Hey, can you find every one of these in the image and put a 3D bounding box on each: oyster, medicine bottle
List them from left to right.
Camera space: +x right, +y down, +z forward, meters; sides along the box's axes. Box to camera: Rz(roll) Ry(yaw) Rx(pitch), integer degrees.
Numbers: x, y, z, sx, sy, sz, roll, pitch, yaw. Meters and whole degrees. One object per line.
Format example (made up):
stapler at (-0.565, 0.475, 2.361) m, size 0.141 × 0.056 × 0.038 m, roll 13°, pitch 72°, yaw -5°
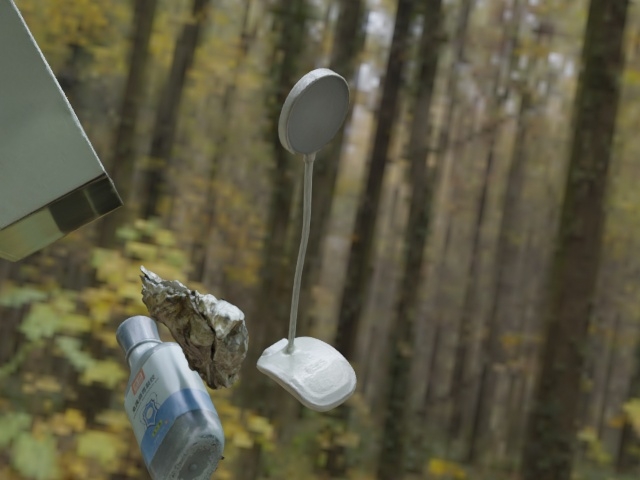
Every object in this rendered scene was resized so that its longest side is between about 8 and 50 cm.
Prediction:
medicine bottle at (-0.147, 0.148, 1.763) m, size 0.053 × 0.090 × 0.208 m, roll 15°, pitch 27°, yaw -32°
oyster at (-0.108, 0.074, 1.666) m, size 0.177 × 0.064 × 0.125 m, roll 35°, pitch -13°, yaw 51°

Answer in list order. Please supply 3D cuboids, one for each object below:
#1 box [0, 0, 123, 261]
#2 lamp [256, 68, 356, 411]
box at (-0.187, -0.066, 1.116) m, size 0.086 × 0.129 × 0.225 m, roll -28°, pitch -1°, yaw -4°
lamp at (0.000, 0.000, 1.060) m, size 0.056 × 0.198 × 0.050 m, roll 30°, pitch 38°, yaw 35°
